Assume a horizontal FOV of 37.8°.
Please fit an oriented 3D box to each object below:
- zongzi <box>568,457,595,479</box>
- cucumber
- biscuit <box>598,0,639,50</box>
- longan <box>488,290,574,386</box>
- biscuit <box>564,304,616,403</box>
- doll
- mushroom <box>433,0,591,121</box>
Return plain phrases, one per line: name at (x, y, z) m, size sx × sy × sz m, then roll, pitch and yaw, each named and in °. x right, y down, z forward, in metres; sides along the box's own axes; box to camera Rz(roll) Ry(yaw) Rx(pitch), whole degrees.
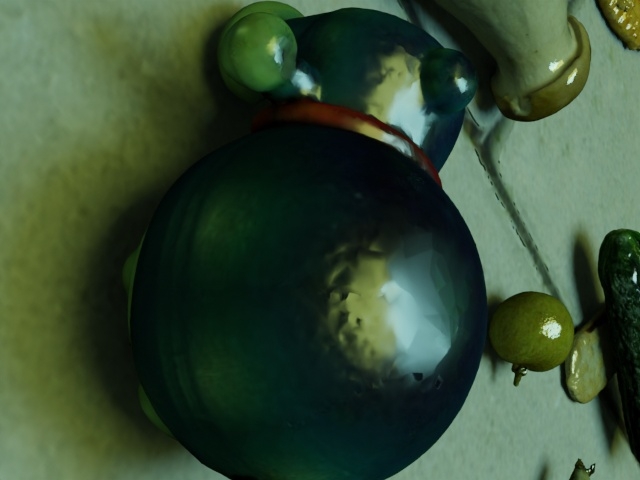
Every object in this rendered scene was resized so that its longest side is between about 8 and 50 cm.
zongzi at (0.237, 0.358, 0.825) m, size 0.228 × 0.115 × 0.256 m, roll 58°, pitch 39°, yaw -32°
cucumber at (0.324, 0.103, 0.926) m, size 0.074 × 0.074 × 0.242 m, roll -27°, pitch 107°, yaw -45°
biscuit at (0.362, -0.338, 1.055) m, size 0.254 × 0.035 × 0.254 m, roll 4°, pitch 84°, yaw -47°
longan at (0.178, 0.084, 0.798) m, size 0.075 × 0.075 × 0.083 m, roll 22°, pitch 87°, yaw -45°
biscuit at (0.282, 0.110, 0.946) m, size 0.147 × 0.018 × 0.071 m, roll -30°, pitch 112°, yaw -46°
doll at (0.001, 0.000, 0.526) m, size 0.198 × 0.186 × 0.322 m, roll 30°, pitch 63°, yaw -42°
mushroom at (0.116, -0.228, 0.718) m, size 0.350 × 0.128 × 0.128 m, roll 46°, pitch 55°, yaw -40°
